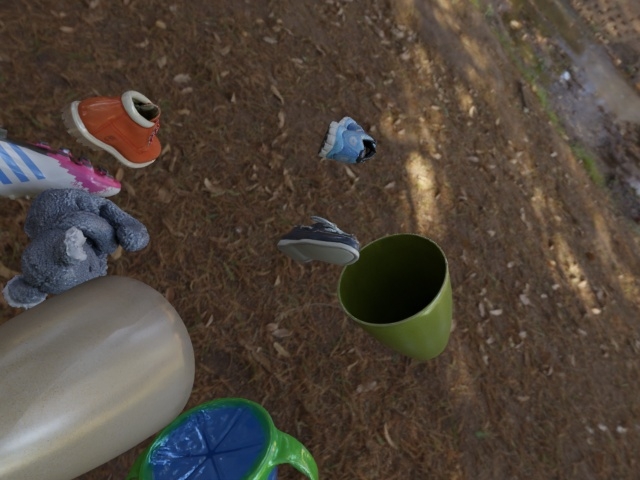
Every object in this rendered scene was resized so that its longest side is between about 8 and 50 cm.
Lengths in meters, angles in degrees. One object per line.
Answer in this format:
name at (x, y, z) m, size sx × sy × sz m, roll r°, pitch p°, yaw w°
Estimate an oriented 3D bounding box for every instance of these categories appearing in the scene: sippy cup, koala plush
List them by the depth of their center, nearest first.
sippy cup at (-0.171, 0.449, 0.748) m, size 0.240 × 0.305 × 0.224 m, roll -34°, pitch 121°, yaw -44°
koala plush at (-0.463, 0.021, 0.761) m, size 0.203 × 0.196 × 0.221 m, roll 49°, pitch 11°, yaw -26°

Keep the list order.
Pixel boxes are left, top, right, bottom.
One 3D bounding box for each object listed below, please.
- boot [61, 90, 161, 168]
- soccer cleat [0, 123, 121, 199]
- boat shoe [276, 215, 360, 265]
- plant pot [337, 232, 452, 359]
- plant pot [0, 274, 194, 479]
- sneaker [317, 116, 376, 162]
boot at (-0.223, -0.134, 0.512) m, size 0.084 × 0.158 × 0.059 m, roll -19°, pitch 87°, yaw 4°
soccer cleat at (-0.591, -0.135, 0.855) m, size 0.331 × 0.143 × 0.116 m, roll 23°, pitch 6°, yaw -46°
boat shoe at (0.000, 0.000, 0.853) m, size 0.095 × 0.254 × 0.079 m, roll 37°, pitch 71°, yaw -22°
plant pot at (0.226, 0.179, 1.086) m, size 0.294 × 0.274 × 0.275 m, roll 57°, pitch 39°, yaw -39°
plant pot at (-0.342, 0.195, 0.518) m, size 0.256 × 0.256 × 0.274 m, roll 46°, pitch 14°, yaw 5°
sneaker at (0.048, -0.139, 0.625) m, size 0.073 × 0.064 × 0.162 m, roll 26°, pitch 25°, yaw 4°
